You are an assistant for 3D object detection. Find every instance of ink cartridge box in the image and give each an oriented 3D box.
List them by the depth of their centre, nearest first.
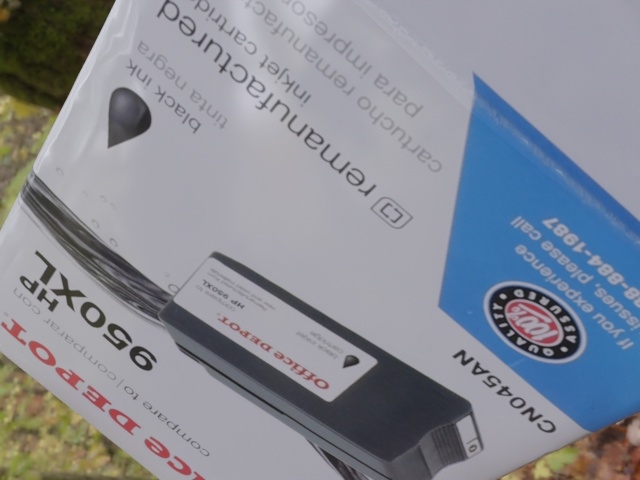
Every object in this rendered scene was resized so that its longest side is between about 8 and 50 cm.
[{"bbox_3d":[0.000,0.000,0.547,0.395,0.285,0.166,-45,6,48],"label":"ink cartridge box"}]
